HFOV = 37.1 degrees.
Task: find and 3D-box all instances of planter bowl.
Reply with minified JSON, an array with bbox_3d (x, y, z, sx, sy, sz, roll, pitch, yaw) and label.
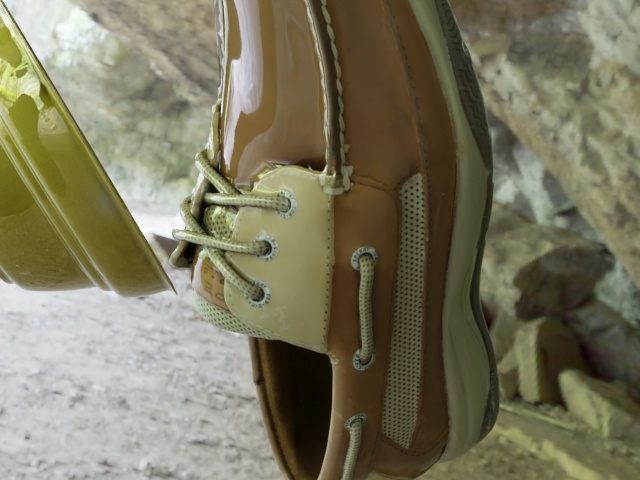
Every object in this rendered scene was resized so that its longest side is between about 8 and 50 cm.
[{"bbox_3d":[-0.182,-0.035,0.599,0.217,0.090,0.217,56,-9,14],"label":"planter bowl"}]

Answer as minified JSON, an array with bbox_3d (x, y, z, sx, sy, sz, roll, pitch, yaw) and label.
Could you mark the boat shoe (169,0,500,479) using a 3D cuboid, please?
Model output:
[{"bbox_3d":[0.000,0.000,0.422,0.119,0.324,0.122,-29,34,-21],"label":"boat shoe"}]
